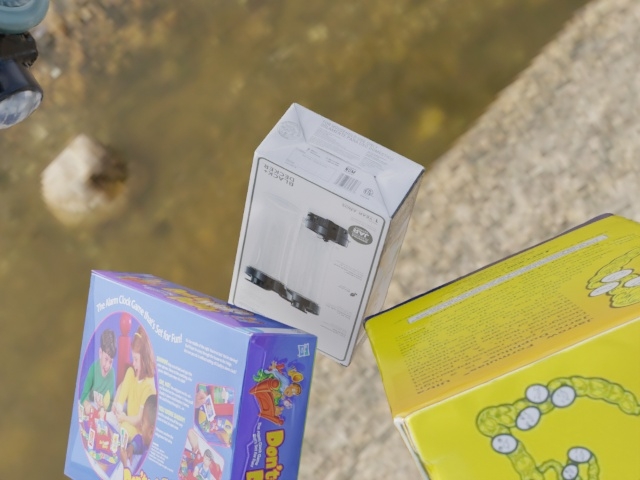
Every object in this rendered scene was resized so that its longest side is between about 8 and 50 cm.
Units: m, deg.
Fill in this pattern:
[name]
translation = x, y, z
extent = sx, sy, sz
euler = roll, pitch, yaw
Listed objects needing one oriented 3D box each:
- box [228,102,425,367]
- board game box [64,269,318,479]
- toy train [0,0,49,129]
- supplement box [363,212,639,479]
[box]
translation = 0.000, 0.000, 1.763
extent = 0.169, 0.290, 0.087
euler = 26, 53, 11
[board game box]
translation = -0.143, 0.175, 1.615
extent = 0.347, 0.078, 0.233
euler = 16, 99, 55
[toy train]
translation = -0.343, -0.211, 1.168
extent = 0.334, 0.190, 0.142
euler = 55, 133, 15
[supplement box]
translation = 0.156, 0.117, 0.918
extent = 0.195, 0.194, 0.356
euler = -24, 5, 1
